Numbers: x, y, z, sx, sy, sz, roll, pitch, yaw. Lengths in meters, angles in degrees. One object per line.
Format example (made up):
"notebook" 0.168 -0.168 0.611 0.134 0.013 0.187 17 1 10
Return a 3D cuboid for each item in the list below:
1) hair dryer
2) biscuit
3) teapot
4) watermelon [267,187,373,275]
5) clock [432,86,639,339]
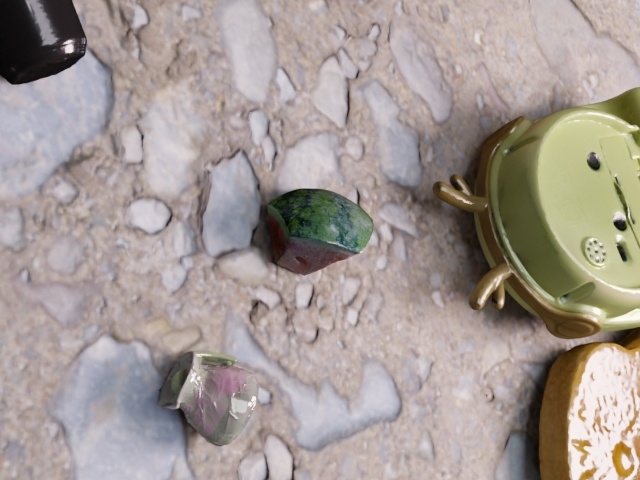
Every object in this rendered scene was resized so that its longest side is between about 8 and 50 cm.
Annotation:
"hair dryer" -0.166 -0.203 0.973 0.248 0.070 0.114 -24 94 -46
"biscuit" 0.353 0.204 1.265 0.343 0.057 0.287 20 68 -32
"teapot" -0.088 0.115 0.964 0.064 0.064 0.083 30 32 -20
"watermelon" 0.004 -0.004 1.044 0.084 0.092 0.072 -33 140 -28
"clock" 0.252 -0.022 1.191 0.308 0.096 0.235 -12 78 -33
